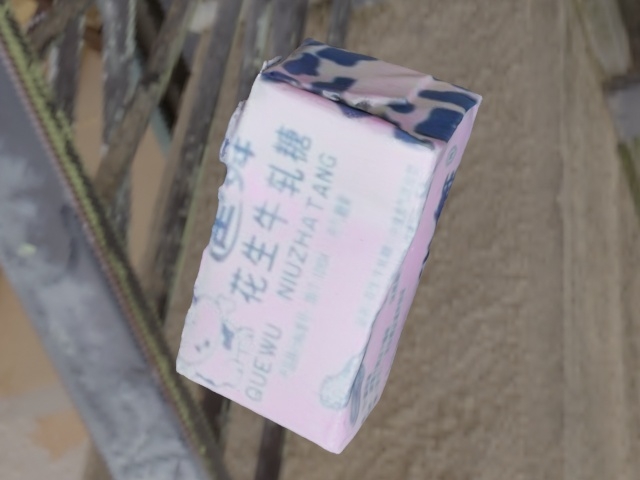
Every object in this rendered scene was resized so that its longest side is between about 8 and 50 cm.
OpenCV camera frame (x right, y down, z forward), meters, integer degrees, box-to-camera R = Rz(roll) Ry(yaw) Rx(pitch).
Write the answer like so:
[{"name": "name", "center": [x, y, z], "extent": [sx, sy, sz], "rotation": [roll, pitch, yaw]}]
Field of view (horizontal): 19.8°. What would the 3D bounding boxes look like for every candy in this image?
[{"name": "candy", "center": [0.000, 0.000, 0.794], "extent": [0.092, 0.073, 0.160], "rotation": [24, 116, 12]}]
